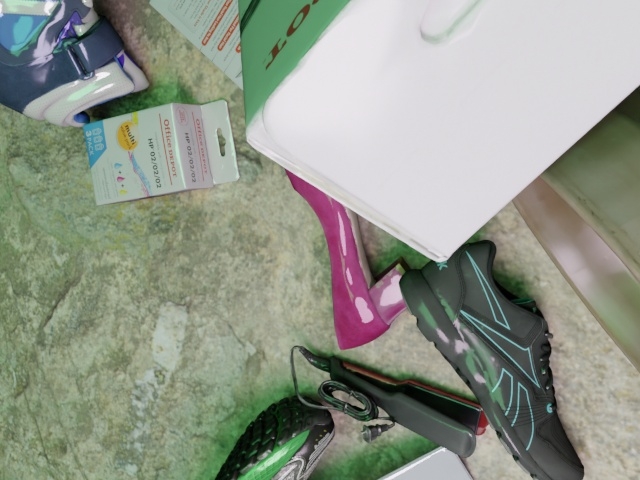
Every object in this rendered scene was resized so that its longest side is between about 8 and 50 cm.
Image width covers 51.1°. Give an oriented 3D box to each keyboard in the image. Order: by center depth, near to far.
[{"bbox_3d":[0.045,0.306,0.733,0.256,0.014,0.072,-30,102,6],"label":"keyboard"}]

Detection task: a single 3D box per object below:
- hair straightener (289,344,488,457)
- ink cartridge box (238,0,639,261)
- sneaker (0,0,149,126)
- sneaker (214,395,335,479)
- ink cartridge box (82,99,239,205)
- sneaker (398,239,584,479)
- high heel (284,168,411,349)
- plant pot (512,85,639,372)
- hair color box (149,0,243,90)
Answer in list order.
[{"bbox_3d":[0.060,0.172,0.721,0.230,0.089,0.047,22,122,21],"label":"hair straightener"},{"bbox_3d":[0.083,-0.222,0.483,0.166,0.395,0.285,31,117,-26],"label":"ink cartridge box"},{"bbox_3d":[-0.283,-0.287,0.790,0.323,0.236,0.130,-50,33,14],"label":"sneaker"},{"bbox_3d":[-0.070,0.333,0.806,0.146,0.134,0.343,29,109,-2],"label":"sneaker"},{"bbox_3d":[-0.197,-0.108,0.821,0.181,0.061,0.104,-8,94,26],"label":"ink cartridge box"},{"bbox_3d":[0.187,0.122,0.647,0.106,0.101,0.267,-35,93,8],"label":"sneaker"},{"bbox_3d":[0.000,0.000,0.732,0.117,0.082,0.244,-38,94,15],"label":"high heel"},{"bbox_3d":[0.329,-0.021,0.467,0.280,0.323,0.323,-36,81,9],"label":"plant pot"},{"bbox_3d":[-0.105,-0.254,0.760,0.167,0.053,0.093,45,112,15],"label":"hair color box"}]
